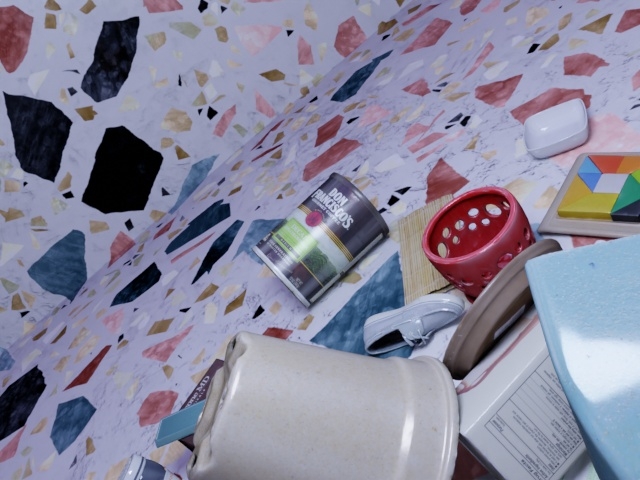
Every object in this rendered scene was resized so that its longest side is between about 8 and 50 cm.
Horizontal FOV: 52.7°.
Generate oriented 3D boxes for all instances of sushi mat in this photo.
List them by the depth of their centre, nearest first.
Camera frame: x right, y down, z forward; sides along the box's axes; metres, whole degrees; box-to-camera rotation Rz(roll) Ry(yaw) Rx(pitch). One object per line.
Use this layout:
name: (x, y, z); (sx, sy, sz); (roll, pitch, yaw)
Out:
sushi mat: (0.248, 0.015, 1.448); (0.151, 0.019, 0.316); (-28, 30, 22)

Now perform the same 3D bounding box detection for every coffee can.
coffee can: (0.000, 0.000, 1.570); (0.275, 0.201, 0.201); (-43, 29, -5)

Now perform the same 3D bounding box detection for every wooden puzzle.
wooden puzzle: (0.551, -0.096, 1.226); (0.239, 0.044, 0.221); (3, 50, 51)

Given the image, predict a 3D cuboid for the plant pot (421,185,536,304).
plant pot: (0.310, 0.024, 1.203); (0.191, 0.174, 0.191); (-28, 31, 19)

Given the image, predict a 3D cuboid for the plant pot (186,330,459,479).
plant pot: (-0.016, 0.284, 0.948); (0.334, 0.306, 0.333); (-159, 90, -78)

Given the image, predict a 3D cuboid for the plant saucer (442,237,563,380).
plant saucer: (0.299, 0.120, 1.023); (0.278, 0.278, 0.041); (-44, 59, -8)

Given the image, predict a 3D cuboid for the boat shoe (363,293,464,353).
boat shoe: (0.180, 0.172, 1.260); (0.227, 0.079, 0.081); (-25, 41, 34)

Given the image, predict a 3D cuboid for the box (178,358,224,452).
box: (-0.120, 0.368, 1.260); (0.381, 0.143, 0.191); (-1, 48, 51)

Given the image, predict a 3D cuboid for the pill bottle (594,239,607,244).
pill bottle: (0.477, 0.040, 1.121); (0.043, 0.043, 0.083); (1, 49, 50)

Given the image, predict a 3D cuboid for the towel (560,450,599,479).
towel: (0.389, 0.315, 0.861); (0.152, 0.023, 0.113); (-7, 43, 44)

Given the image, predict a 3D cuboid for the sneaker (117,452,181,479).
sneaker: (-0.394, 0.579, 1.316); (0.321, 0.127, 0.126); (-56, 16, 24)

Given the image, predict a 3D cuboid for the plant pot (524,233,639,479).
plant pot: (0.374, 0.161, 0.664); (0.248, 0.247, 0.252); (-15, 40, 23)

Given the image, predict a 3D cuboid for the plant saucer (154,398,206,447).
plant saucer: (-0.256, 0.353, 1.284); (0.192, 0.018, 0.067); (-28, 33, 25)

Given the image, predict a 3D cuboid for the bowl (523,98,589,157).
bowl: (0.531, -0.242, 1.444); (0.142, 0.053, 0.142); (-20, 33, 31)

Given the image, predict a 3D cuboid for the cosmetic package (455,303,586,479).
cosmetic package: (0.327, 0.205, 0.929); (0.296, 0.153, 0.129); (-43, 6, -9)
